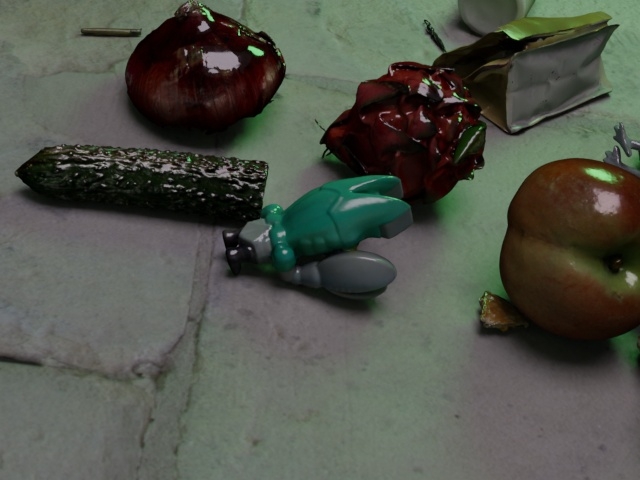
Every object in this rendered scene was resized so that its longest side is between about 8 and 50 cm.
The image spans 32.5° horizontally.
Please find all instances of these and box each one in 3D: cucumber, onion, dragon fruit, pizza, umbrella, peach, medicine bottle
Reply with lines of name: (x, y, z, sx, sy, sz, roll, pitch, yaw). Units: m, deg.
cucumber: (-0.257, -0.088, 1.592, 0.359, 0.096, 0.096, 6, 41, -5)
onion: (-0.184, -0.300, 1.771, 0.272, 0.195, 0.272, 1, 37, -1)
dragon fruit: (0.117, -0.172, 1.698, 0.293, 0.233, 0.234, 8, 37, 21)
pizza: (0.245, 0.107, 1.550, 0.078, 0.025, 0.083, -20, 48, -39)
umbrella: (0.222, -0.397, 2.132, 0.022, 0.013, 0.122, 17, 34, -31)
peach: (0.365, 0.010, 1.528, 0.252, 0.252, 0.252, 8, 41, -7)
medicine bottle: (0.376, -0.520, 2.219, 0.145, 0.144, 0.252, 24, 40, 12)

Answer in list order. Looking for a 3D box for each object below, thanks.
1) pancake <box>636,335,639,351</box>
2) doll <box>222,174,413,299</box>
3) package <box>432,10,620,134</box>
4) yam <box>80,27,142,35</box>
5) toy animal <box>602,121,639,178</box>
pancake: (0.513, 0.170, 1.456, 0.266, 0.057, 0.244, 23, 6, -42)
doll: (0.002, -0.017, 1.556, 0.258, 0.153, 0.195, 6, 57, 16)
package: (0.395, -0.352, 2.012, 0.311, 0.165, 0.221, -22, 52, -35)
yam: (-0.368, -0.368, 1.933, 0.107, 0.014, 0.014, -3, 43, -19)
toy animal: (0.579, -0.126, 1.859, 0.206, 0.081, 0.367, 20, 37, -17)
